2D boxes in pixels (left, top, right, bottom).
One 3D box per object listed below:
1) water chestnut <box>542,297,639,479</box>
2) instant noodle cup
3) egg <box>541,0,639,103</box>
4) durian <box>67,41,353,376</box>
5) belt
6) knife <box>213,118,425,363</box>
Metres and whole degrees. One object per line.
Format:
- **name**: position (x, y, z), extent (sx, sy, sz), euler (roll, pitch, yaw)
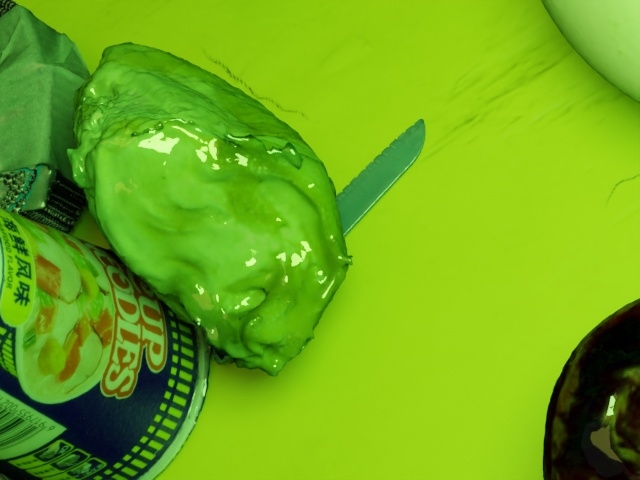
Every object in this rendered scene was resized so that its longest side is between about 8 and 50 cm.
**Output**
- **water chestnut**: position (0.319, 0.171, 0.963), extent (0.350, 0.302, 0.350), euler (-11, 63, 23)
- **instant noodle cup**: position (-0.294, 0.090, 1.256), extent (0.284, 0.312, 0.284), euler (-9, 67, 21)
- **egg**: position (0.312, -0.265, 1.146), extent (0.283, 0.283, 0.345), euler (-20, 71, 15)
- **durian**: position (-0.112, -0.058, 1.276), extent (0.204, 0.256, 0.339), euler (-41, 32, 11)
- **belt**: position (-0.364, -0.108, 1.476), extent (0.260, 0.122, 0.324), euler (-13, 63, 26)
- **knife**: position (0.000, 0.000, 1.335), extent (0.313, 0.019, 0.044), euler (-46, 57, -1)
